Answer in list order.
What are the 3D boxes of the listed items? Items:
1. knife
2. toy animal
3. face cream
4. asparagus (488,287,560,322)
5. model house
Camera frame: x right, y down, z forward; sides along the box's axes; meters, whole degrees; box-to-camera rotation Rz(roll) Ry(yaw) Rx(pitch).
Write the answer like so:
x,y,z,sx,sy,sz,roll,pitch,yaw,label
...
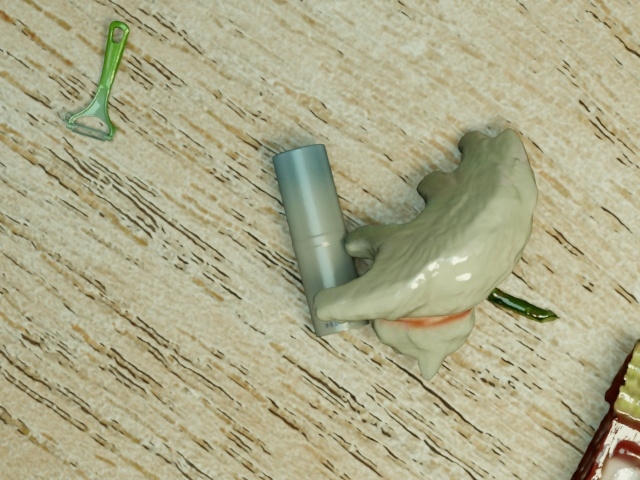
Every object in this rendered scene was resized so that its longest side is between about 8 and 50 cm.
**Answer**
x,y,z,sx,sy,sz,roll,pitch,yaw,label
-0.301,-0.224,2.039,0.078,0.022,0.166,17,93,2,knife
0.176,0.017,1.904,0.266,0.308,0.188,-23,118,36,toy animal
0.000,0.000,1.962,0.077,0.077,0.250,-14,88,8,face cream
0.266,0.087,1.947,0.108,0.025,0.021,23,83,8,asparagus
0.442,0.251,1.853,0.196,0.160,0.254,25,91,8,model house
